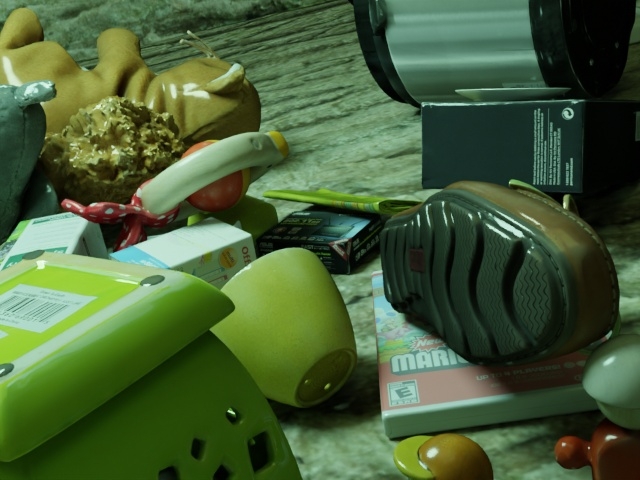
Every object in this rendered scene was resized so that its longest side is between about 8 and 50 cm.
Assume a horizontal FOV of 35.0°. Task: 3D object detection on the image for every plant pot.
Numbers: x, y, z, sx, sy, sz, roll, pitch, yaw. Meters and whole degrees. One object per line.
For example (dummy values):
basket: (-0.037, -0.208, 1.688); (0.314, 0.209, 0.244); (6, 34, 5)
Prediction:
plant pot: (-0.023, 0.087, 0.877); (0.134, 0.134, 0.095); (-24, 51, -30)
plant pot: (-0.174, 0.134, 0.698); (0.228, 0.207, 0.227); (6, 27, 38)

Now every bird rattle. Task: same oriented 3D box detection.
bird rattle: (-0.148, -0.063, 1.140); (0.207, 0.143, 0.253); (-35, -18, 35)

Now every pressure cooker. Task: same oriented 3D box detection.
pressure cooker: (0.241, -0.385, 1.588); (0.420, 0.370, 0.375); (4, 36, 35)

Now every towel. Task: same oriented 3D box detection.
towel: (0.035, -0.051, 1.243); (0.102, 0.021, 0.237); (2, 4, -37)

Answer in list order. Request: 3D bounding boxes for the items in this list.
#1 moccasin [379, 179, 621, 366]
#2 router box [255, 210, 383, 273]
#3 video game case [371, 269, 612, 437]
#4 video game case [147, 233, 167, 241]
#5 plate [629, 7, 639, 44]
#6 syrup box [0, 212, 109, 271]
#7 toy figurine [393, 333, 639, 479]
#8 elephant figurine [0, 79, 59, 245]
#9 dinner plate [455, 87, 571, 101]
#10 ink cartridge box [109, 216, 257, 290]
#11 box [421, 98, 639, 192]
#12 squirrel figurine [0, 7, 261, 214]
moccasin: (0.147, 0.026, 0.793); (0.147, 0.139, 0.380); (-5, -4, -6)
router box: (0.000, 0.000, 1.178); (0.122, 0.038, 0.092); (3, 24, 30)
video game case: (0.152, 0.080, 0.927); (0.204, 0.025, 0.285); (-9, 21, 4)
video game case: (-0.189, 0.018, 1.259); (0.087, 0.011, 0.122); (-7, 22, 9)
plate: (0.512, -0.417, 1.979); (0.278, 0.045, 0.277); (-13, 21, -8)
syrup box: (-0.299, 0.053, 1.108); (0.093, 0.096, 0.237); (-11, 20, 3)
toy figurine: (0.166, 0.160, 0.552); (0.209, 0.148, 0.213); (-18, 23, -18)
elephant figurine: (-0.402, -0.059, 1.231); (0.169, 0.239, 0.186); (-2, -3, -13)
dinner plate: (0.237, -0.180, 1.255); (0.141, 0.017, 0.141); (-2, 6, 0)
ink cartridge box: (-0.129, 0.041, 1.062); (0.143, 0.092, 0.090); (-23, 25, -27)
box: (0.252, -0.112, 1.169); (0.184, 0.103, 0.261); (6, 10, 31)
squirrel figurine: (-0.274, -0.146, 1.459); (0.370, 0.281, 0.397); (1, 36, 0)
